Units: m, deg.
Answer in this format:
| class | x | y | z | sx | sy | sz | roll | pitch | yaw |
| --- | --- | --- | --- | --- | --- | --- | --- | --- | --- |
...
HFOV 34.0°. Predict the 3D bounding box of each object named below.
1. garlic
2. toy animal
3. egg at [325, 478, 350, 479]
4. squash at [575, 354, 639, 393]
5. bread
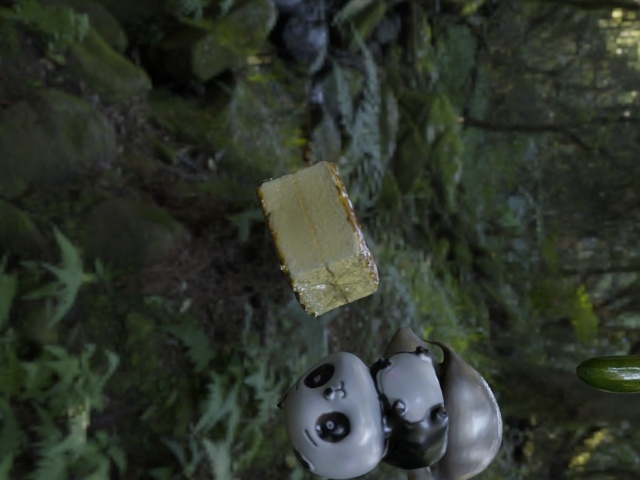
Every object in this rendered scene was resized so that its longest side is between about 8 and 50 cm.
| class | x | y | z | sx | sy | sz | roll | pitch | yaw |
| --- | --- | --- | --- | --- | --- | --- | --- | --- | --- |
| garlic | 0.241 | 0.310 | 2.097 | 0.246 | 0.231 | 0.340 | 46 | 35 | -60 |
| toy animal | 0.062 | 0.259 | 1.548 | 0.165 | 0.235 | 0.187 | 103 | -20 | -44 |
| egg | 0.057 | 0.574 | 2.164 | 0.182 | 0.141 | 0.141 | 57 | 8 | -7 |
| squash | 0.556 | 0.219 | 1.761 | 0.069 | 0.258 | 0.069 | 175 | -90 | -82 |
| bread | 0.000 | 0.000 | 2.458 | 0.279 | 0.207 | 0.279 | 66 | 2 | -60 |
